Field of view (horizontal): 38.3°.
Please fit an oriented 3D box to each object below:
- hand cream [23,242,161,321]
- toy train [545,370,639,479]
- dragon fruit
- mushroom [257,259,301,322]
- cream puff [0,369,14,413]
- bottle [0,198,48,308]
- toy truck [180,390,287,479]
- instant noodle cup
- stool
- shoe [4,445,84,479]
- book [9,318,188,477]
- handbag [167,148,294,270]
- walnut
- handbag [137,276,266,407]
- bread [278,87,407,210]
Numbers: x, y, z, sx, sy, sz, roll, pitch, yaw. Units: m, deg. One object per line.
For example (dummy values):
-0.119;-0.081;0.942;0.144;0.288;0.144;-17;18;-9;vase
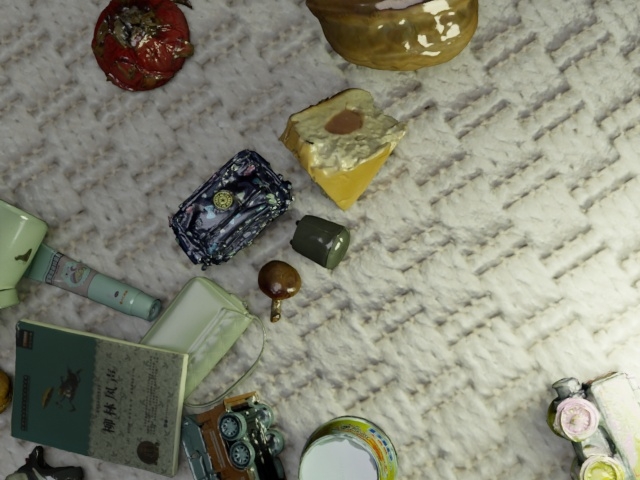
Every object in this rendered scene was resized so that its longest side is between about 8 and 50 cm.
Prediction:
-0.486;0.091;1.943;0.331;0.058;0.085;21;92;20;hand cream
0.538;0.371;1.731;0.177;0.134;0.260;-22;81;4;toy train
-0.391;-0.438;1.942;0.224;0.148;0.218;-4;82;7;dragon fruit
-0.083;0.103;1.878;0.088;0.073;0.129;3;85;-18;mushroom
-0.709;0.314;1.919;0.133;0.119;0.104;40;109;37;cream puff
-0.719;0.077;1.886;0.229;0.229;0.351;24;82;10;bottle
-0.157;0.486;1.815;0.184;0.133;0.338;-24;79;26;toy truck
0.048;0.449;1.780;0.205;0.153;0.205;-1;85;7;instant noodle cup
0.000;0.000;1.869;0.110;0.096;0.096;24;87;13;stool
-0.531;0.505;1.882;0.227;0.099;0.112;22;79;10;shoe
-0.456;0.317;1.873;0.379;0.031;0.264;9;101;14;book
-0.183;-0.062;1.891;0.260;0.113;0.162;-41;87;-6;handbag
0.141;-0.486;1.812;0.344;0.306;0.306;-4;83;0;walnut
-0.241;0.218;1.887;0.219;0.079;0.256;40;90;3;handbag
0.038;-0.205;1.827;0.183;0.211;0.224;44;96;17;bread
